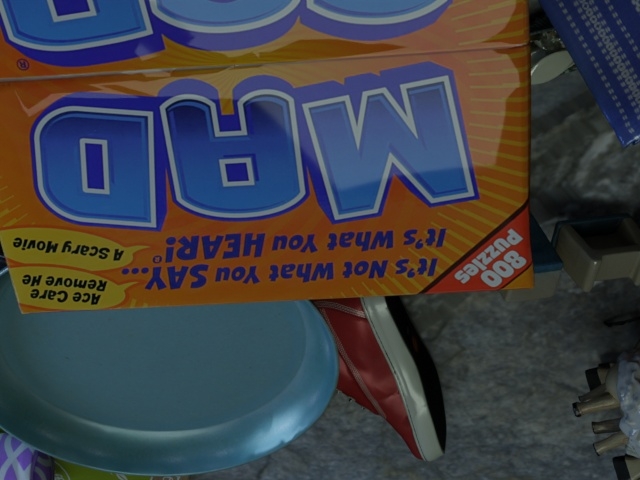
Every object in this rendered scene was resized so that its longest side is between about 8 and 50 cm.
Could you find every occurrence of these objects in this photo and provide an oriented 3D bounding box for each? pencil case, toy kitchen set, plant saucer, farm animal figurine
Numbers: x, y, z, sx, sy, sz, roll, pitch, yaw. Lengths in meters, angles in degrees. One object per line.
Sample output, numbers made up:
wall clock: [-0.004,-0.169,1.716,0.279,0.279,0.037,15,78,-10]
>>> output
pencil case: [-0.341,0.219,1.261,0.206,0.086,0.088,1,157,4]
toy kitchen set: [0.261,-0.052,1.295,0.207,0.122,0.166,-6,132,-19]
plant saucer: [-0.143,0.093,1.152,0.318,0.043,0.317,0,136,0]
farm animal figurine: [0.405,0.221,1.430,0.172,0.330,0.326,-19,98,21]

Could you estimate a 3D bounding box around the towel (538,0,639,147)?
towel: [0.316,-0.255,1.053,0.336,0.040,0.243,-33,76,26]

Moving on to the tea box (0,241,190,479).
tea box: [-0.252,0.081,1.334,0.323,0.220,0.329,14,129,-10]

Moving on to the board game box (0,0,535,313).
board game box: [-0.040,-0.198,0.976,0.356,0.356,0.356,-3,121,7]

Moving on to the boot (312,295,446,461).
boot: [0.027,0.150,1.470,0.176,0.088,0.244,-17,119,16]

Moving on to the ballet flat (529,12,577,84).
ballet flat: [0.161,-0.153,1.224,0.188,0.070,0.070,-25,124,22]
